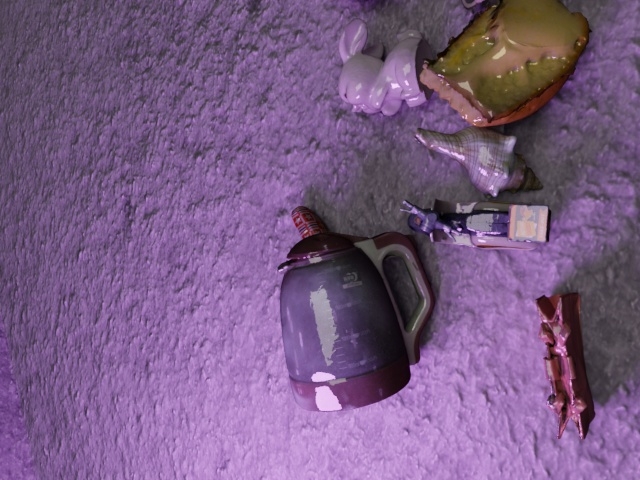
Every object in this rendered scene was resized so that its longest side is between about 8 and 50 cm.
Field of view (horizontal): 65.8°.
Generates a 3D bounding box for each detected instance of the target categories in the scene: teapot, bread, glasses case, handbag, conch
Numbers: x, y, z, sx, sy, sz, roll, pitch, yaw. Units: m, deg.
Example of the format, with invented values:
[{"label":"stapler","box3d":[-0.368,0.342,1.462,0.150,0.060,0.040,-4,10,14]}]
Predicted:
[{"label":"teapot","box3d":[0.070,0.130,0.964,0.314,0.233,0.312,-13,93,-9]},{"label":"bread","box3d":[0.327,-0.301,0.867,0.262,0.162,0.204,-41,65,-1]},{"label":"glasses case","box3d":[0.000,0.000,1.103,0.049,0.073,0.194,-38,70,15]},{"label":"handbag","box3d":[0.397,0.194,0.800,0.059,0.157,0.213,-10,82,31]},{"label":"conch","box3d":[0.301,-0.161,0.892,0.234,0.137,0.114,46,124,4]}]

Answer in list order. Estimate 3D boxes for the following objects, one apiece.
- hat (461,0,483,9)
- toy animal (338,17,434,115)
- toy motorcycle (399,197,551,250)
[{"label":"hat","box3d":[0.269,-0.545,0.856,0.164,0.219,0.226,-36,44,6]},{"label":"toy animal","box3d":[0.132,-0.347,1.004,0.193,0.127,0.179,12,92,33]},{"label":"toy motorcycle","box3d":[0.272,-0.032,0.889,0.263,0.157,0.091,4,89,30]}]
